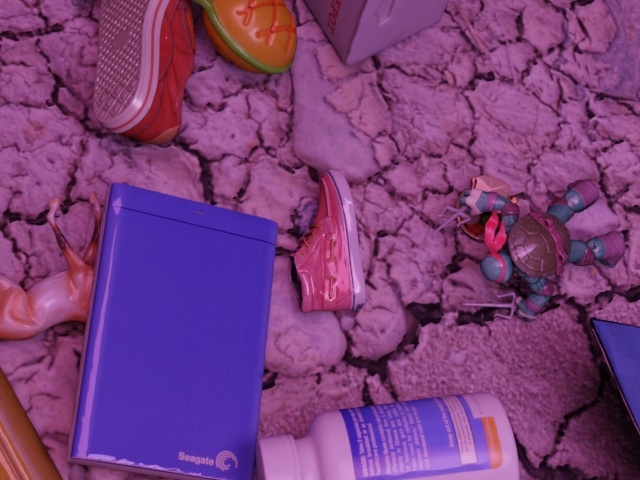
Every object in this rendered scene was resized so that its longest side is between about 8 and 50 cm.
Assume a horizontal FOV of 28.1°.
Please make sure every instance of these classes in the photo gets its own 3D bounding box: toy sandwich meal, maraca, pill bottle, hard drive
[{"bbox_3d":[0.209,-0.040,1.596,0.085,0.029,0.086,2,70,-6],"label":"toy sandwich meal"},{"bbox_3d":[-0.102,-0.284,1.599,0.185,0.099,0.127,44,34,-14],"label":"maraca"},{"bbox_3d":[0.070,0.256,1.411,0.272,0.152,0.152,-5,71,-8],"label":"pill bottle"},{"bbox_3d":[-0.163,0.108,1.465,0.210,0.040,0.319,14,68,-23],"label":"hard drive"}]

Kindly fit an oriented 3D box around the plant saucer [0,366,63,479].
[{"bbox_3d":[-0.421,0.286,1.331,0.332,0.081,0.333,-26,77,-31],"label":"plant saucer"}]

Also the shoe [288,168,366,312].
[{"bbox_3d":[0.000,0.000,1.541,0.081,0.063,0.178,-6,75,-13],"label":"shoe"}]

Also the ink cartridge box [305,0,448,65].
[{"bbox_3d":[0.021,-0.455,1.594,0.160,0.279,0.385,-26,76,-16],"label":"ink cartridge box"}]

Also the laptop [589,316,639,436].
[{"bbox_3d":[0.520,0.226,1.426,0.407,0.236,0.382,-18,74,-12],"label":"laptop"}]

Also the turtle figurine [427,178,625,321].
[{"bbox_3d":[0.250,0.012,1.529,0.234,0.118,0.175,-20,99,-28],"label":"turtle figurine"}]

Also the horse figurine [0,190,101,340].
[{"bbox_3d":[-0.326,0.048,1.480,0.263,0.066,0.174,-17,88,-21],"label":"horse figurine"}]

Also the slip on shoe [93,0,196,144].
[{"bbox_3d":[-0.207,-0.261,1.600,0.123,0.101,0.331,-18,54,32],"label":"slip on shoe"}]
